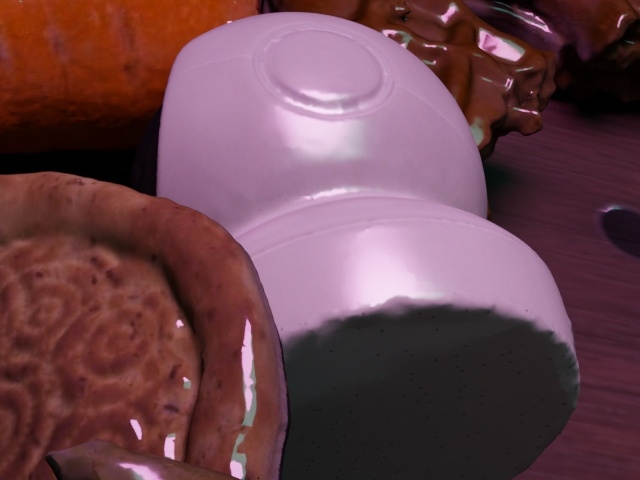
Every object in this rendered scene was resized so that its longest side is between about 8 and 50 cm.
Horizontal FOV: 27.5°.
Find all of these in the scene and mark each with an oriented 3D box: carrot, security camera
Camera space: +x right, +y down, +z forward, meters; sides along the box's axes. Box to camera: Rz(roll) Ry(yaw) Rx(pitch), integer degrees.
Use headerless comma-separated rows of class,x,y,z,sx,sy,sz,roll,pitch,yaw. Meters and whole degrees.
carrot,-0.150,-0.107,0.724,0.225,0.159,0.159,-15,53,-20
security camera,0.000,0.000,0.621,0.195,0.194,0.236,3,48,-23

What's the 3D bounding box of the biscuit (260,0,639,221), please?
biscuit,0.098,-0.152,0.897,0.268,0.115,0.366,42,42,20

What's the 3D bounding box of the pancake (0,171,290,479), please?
pancake,-0.126,0.078,0.491,0.250,0.031,0.250,-12,56,18

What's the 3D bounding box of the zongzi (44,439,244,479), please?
zongzi,0.135,0.173,0.466,0.356,0.174,0.393,-25,79,-46
